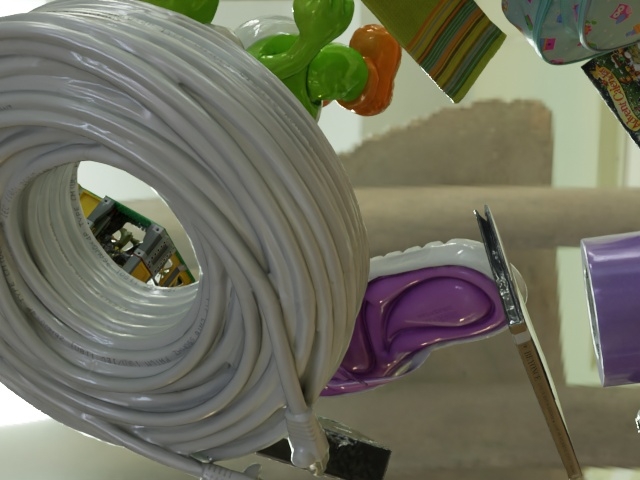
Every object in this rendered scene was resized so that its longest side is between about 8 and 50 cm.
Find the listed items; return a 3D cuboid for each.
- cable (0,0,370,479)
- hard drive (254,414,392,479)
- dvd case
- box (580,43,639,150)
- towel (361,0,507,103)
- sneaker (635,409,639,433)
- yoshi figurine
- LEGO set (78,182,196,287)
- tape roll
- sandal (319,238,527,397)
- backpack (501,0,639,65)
[{"bbox_3d":[-0.099,-0.002,0.584,0.089,0.257,0.257,-52,-29,-51],"label":"cable"},{"bbox_3d":[-0.051,0.275,1.613,0.339,0.237,0.064,169,120,-79],"label":"hard drive"},{"bbox_3d":[0.196,0.096,1.054,0.164,0.018,0.221,-96,-17,-51],"label":"dvd case"},{"bbox_3d":[0.471,-0.179,1.483,0.044,0.159,0.233,-35,-91,-33],"label":"box"},{"bbox_3d":[0.094,-0.252,1.139,0.237,0.021,0.102,43,-111,-27],"label":"towel"},{"bbox_3d":[0.645,0.227,1.387,0.257,0.448,0.169,-62,14,22],"label":"sneaker"},{"bbox_3d":[-0.081,-0.218,1.148,0.362,0.203,0.203,-5,-37,-50],"label":"yoshi figurine"},{"bbox_3d":[-0.314,0.055,1.405,0.192,0.331,0.255,-54,-17,-19],"label":"LEGO set"},{"bbox_3d":[0.377,0.086,1.398,0.189,0.080,0.188,-9,-90,-79],"label":"tape roll"},{"bbox_3d":[0.054,0.110,1.286,0.169,0.416,0.102,41,-130,-12],"label":"sandal"},{"bbox_3d":[0.262,-0.257,1.066,0.166,0.144,0.188,-20,-32,-21],"label":"backpack"}]
